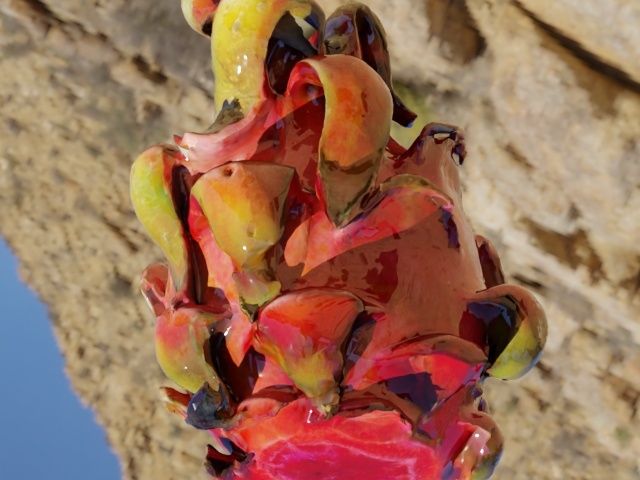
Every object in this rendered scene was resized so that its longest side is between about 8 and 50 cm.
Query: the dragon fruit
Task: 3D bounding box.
[{"bbox_3d":[0.006,0.011,0.780,0.227,0.307,0.243,-13,-142,-12],"label":"dragon fruit"}]
